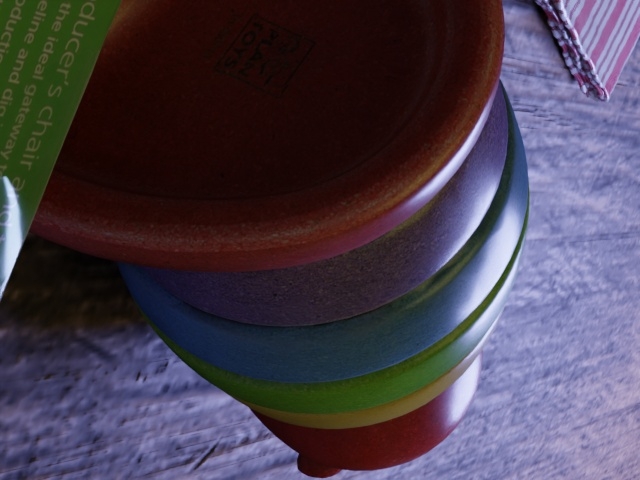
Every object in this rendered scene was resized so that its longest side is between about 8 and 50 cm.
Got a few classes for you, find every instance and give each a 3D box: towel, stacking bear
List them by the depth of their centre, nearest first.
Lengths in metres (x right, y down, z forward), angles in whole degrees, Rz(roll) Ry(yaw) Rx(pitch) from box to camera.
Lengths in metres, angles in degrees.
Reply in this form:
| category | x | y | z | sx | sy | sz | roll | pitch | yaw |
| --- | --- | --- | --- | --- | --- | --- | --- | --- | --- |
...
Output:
| category | x | y | z | sx | sy | sz | roll | pitch | yaw |
| --- | --- | --- | --- | --- | --- | --- | --- | --- | --- |
| stacking bear | 0.000 | 0.000 | 0.623 | 0.175 | 0.164 | 0.289 | -56 | 157 | -19 |
| towel | 0.168 | -0.174 | 0.927 | 0.144 | 0.029 | 0.197 | -63 | 157 | -5 |

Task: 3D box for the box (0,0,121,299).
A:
| category | x | y | z | sx | sy | sz | roll | pitch | yaw |
| --- | --- | --- | --- | --- | --- | --- | --- | --- | --- |
| box | -0.172 | -0.042 | 0.336 | 0.322 | 0.058 | 0.232 | 9 | 107 | -58 |
